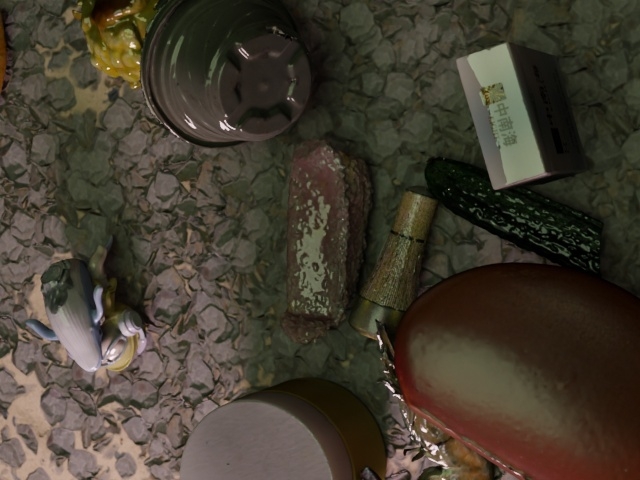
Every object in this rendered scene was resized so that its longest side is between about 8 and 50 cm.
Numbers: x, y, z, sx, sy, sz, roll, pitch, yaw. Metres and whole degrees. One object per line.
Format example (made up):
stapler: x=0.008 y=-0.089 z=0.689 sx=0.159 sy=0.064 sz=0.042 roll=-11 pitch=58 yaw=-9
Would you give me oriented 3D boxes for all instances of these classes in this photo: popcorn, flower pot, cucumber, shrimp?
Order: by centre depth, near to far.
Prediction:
cucumber: x=0.236 y=-0.032 z=1.641 sx=0.265 sy=0.077 sz=0.077 roll=25 pitch=104 yaw=19
shrimp: x=0.104 y=0.247 z=1.674 sx=0.169 sy=0.058 sz=0.296 roll=-33 pitch=102 yaw=-13
flower pot: x=-0.098 y=-0.211 z=1.678 sx=0.140 sy=0.235 sz=0.235 roll=31 pitch=109 yaw=52
popcorn: x=-0.225 y=-0.303 z=1.783 sx=0.189 sy=0.218 sz=0.169 roll=-18 pitch=132 yaw=40

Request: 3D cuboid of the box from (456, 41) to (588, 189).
box: x=0.236 y=-0.141 z=1.542 sx=0.067 sy=0.243 sz=0.155 roll=-18 pitch=86 yaw=22

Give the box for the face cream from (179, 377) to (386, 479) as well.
face cream: x=-0.045 y=0.297 z=1.736 sx=0.218 sy=0.179 sz=0.218 roll=2 pitch=95 yaw=24

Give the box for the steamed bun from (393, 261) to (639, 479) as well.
steamed bun: x=0.277 y=0.159 z=1.534 sx=0.379 sy=0.235 sz=0.248 roll=33 pitch=86 yaw=9

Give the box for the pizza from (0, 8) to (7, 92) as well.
pizza: x=-0.534 y=-0.256 z=1.984 sx=0.161 sy=0.062 sz=0.182 roll=0 pitch=99 yaw=17

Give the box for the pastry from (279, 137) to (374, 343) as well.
pastry: x=0.007 y=0.005 z=1.735 sx=0.103 sy=0.112 sz=0.265 roll=8 pitch=86 yaw=34

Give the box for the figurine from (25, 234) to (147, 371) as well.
figurine: x=-0.321 y=0.093 z=1.875 sx=0.128 sy=0.184 sz=0.208 roll=-24 pitch=47 yaw=20

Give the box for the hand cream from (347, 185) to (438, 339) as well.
hand cream: x=0.100 y=0.028 z=1.710 sx=0.084 sy=0.084 sz=0.203 roll=19 pitch=96 yaw=22
